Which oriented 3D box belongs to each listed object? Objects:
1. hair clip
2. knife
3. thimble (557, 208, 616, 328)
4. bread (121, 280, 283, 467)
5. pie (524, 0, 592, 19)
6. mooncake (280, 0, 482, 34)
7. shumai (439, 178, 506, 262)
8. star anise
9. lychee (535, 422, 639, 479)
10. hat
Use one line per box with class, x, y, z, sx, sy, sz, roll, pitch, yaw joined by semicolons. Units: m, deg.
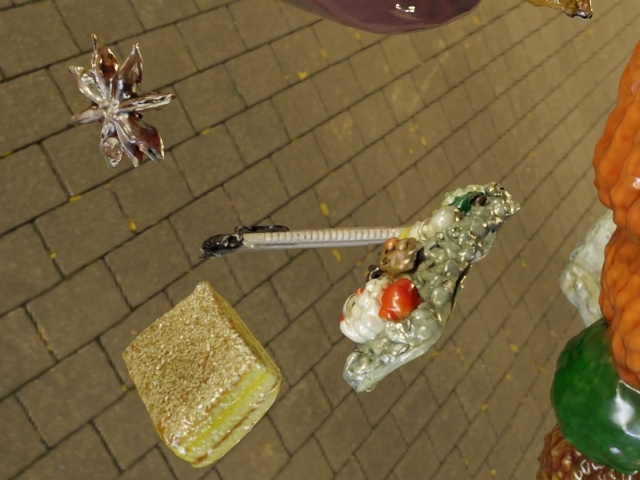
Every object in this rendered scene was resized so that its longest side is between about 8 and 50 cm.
hair clip;0.107;0.023;0.840;0.091;0.138;0.321;46;39;-3
knife;-0.001;-0.006;1.190;0.365;0.089;0.043;-4;89;-12
thimble;0.496;0.049;1.093;0.291;0.195;0.292;11;52;-14
bread;-0.172;0.194;1.161;0.184;0.234;0.110;-44;129;-1
pie;0.303;-0.377;1.133;0.191;0.033;0.088;16;88;-2
mooncake;0.063;-0.325;0.656;0.326;0.174;0.334;-49;138;-13
shumai;0.373;-0.043;1.815;0.184;0.142;0.184;15;70;-47
star anise;-0.380;-0.248;1.507;0.088;0.288;0.288;-28;101;-49
lychee;0.361;0.315;0.891;0.271;0.271;0.271;17;67;-45
hat;0.281;0.032;0.580;0.285;0.400;0.285;22;27;-12
